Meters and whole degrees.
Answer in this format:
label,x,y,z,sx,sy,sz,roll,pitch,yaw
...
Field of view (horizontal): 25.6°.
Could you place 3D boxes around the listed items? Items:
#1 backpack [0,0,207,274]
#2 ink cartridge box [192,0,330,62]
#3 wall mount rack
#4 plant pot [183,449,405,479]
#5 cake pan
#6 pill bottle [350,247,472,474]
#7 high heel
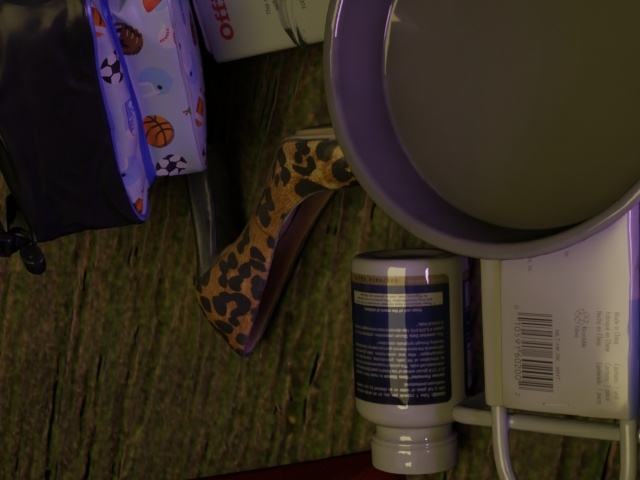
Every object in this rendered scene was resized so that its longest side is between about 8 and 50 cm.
label,x,y,z,sx,sy,sz,roll,pitch,yaw
backpack,-0.203,-0.163,1.151,0.263,0.213,0.276,-114,16,-49
ink cartridge box,-0.003,-0.237,1.111,0.208,0.087,0.153,-6,107,31
wall mount rack,0.237,0.031,1.000,0.304,0.130,0.350,2,97,34
plant pot,-0.074,0.341,1.152,0.267,0.236,0.267,-15,88,32
cake pan,0.134,-0.132,0.949,0.293,0.054,0.293,-2,87,36
pill bottle,0.072,0.094,1.117,0.094,0.094,0.169,1,96,31
high heel,0.000,0.000,1.156,0.261,0.093,0.186,-6,96,38
